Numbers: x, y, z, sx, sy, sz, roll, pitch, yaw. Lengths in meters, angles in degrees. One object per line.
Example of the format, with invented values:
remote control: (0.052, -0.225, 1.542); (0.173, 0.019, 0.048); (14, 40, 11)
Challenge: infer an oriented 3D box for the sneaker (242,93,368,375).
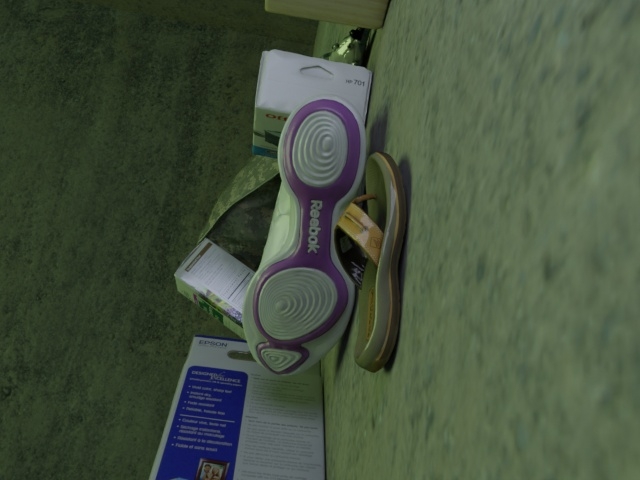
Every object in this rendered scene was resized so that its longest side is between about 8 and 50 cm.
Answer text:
sneaker: (0.000, 0.000, 0.675); (0.152, 0.114, 0.305); (-33, -42, -78)

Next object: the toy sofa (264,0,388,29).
toy sofa: (0.028, -0.451, 0.752); (0.177, 0.150, 0.362); (105, 172, -58)

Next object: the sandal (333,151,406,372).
sandal: (0.033, 0.008, 0.463); (0.072, 0.049, 0.180); (110, 167, -66)

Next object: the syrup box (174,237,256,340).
syrup box: (-0.141, 0.109, 1.095); (0.096, 0.237, 0.093); (-53, -7, -24)

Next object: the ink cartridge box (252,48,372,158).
ink cartridge box: (-0.019, -0.169, 0.831); (0.190, 0.140, 0.082); (128, 152, -79)

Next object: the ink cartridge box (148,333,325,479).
ink cartridge box: (-0.086, 0.239, 0.666); (0.371, 0.176, 0.069); (-91, 10, -62)

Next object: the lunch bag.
lunch bag: (-0.085, -0.096, 1.216); (0.287, 0.169, 0.235); (-44, 19, 26)

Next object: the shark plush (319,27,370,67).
shark plush: (0.042, -0.274, 0.848); (0.067, 0.073, 0.161); (-51, -10, -18)
